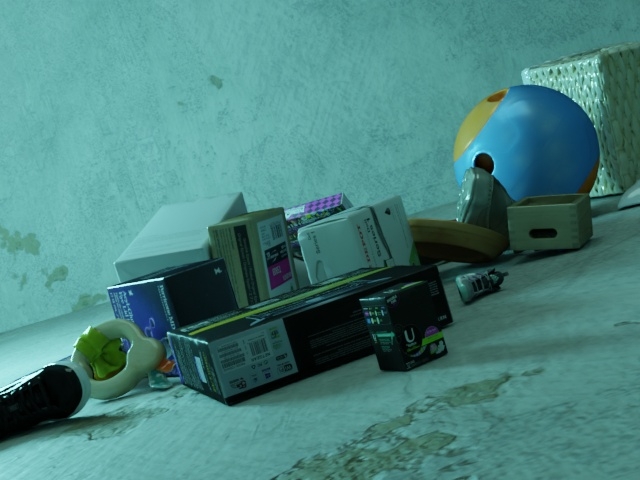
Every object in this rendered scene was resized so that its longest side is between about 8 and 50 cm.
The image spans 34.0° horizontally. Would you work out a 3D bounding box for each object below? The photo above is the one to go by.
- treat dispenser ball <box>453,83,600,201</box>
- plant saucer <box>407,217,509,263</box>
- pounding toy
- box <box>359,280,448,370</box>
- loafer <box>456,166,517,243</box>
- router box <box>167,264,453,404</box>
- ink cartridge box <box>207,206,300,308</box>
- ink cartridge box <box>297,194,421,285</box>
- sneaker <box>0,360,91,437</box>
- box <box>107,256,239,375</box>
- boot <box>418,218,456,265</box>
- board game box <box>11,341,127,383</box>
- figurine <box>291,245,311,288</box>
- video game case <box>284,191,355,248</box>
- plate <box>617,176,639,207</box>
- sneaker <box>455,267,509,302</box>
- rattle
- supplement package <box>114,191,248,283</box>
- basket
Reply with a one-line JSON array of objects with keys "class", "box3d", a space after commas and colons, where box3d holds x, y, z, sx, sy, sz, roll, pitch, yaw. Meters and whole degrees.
[{"class": "treat dispenser ball", "box3d": [0.410, -0.167, 2.090, 0.288, 0.288, 0.288, -16, 3, 1]}, {"class": "plant saucer", "box3d": [0.215, 0.004, 1.761, 0.200, 0.037, 0.200, 10, -10, 2]}, {"class": "pounding toy", "box3d": [0.361, -0.017, 1.693, 0.141, 0.100, 0.130, -3, 10, 26]}, {"class": "box", "box3d": [0.090, 0.092, 1.130, 0.062, 0.083, 0.052, -18, 4, -31]}, {"class": "loafer", "box3d": [0.295, -0.053, 1.790, 0.111, 0.112, 0.319, 10, -6, 13]}, {"class": "router box", "box3d": [-0.022, 0.113, 1.349, 0.309, 0.081, 0.243, -18, 4, -19]}, {"class": "ink cartridge box", "box3d": [-0.116, 0.047, 1.913, 0.088, 0.193, 0.235, -11, 5, 14]}, {"class": "ink cartridge box", "box3d": [0.068, 0.029, 1.622, 0.093, 0.160, 0.219, -15, 5, 27]}, {"class": "sneaker", "box3d": [-0.413, 0.232, 1.413, 0.217, 0.079, 0.121, -24, 1, 37]}, {"class": "box", "box3d": [-0.216, 0.118, 1.585, 0.108, 0.153, 0.207, -19, 4, -35]}, {"class": "boot", "box3d": [0.220, 0.000, 2.037, 0.244, 0.088, 0.176, -8, 3, -3]}, {"class": "board game box", "box3d": [-0.392, 0.213, 1.704, 0.141, 0.048, 0.170, -12, 8, 40]}, {"class": "figurine", "box3d": [0.013, 0.055, 2.150, 0.209, 0.092, 0.215, -11, 6, 21]}, {"class": "video game case", "box3d": [0.000, 0.000, 2.270, 0.232, 0.210, 0.042, -15, 45, 29]}, {"class": "plate", "box3d": [0.731, -0.131, 2.033, 0.277, 0.045, 0.278, -15, 3, 27]}, {"class": "sneaker", "box3d": [0.226, 0.056, 1.442, 0.069, 0.038, 0.098, -16, 4, 16]}, {"class": "rattle", "box3d": [-0.261, 0.199, 1.538, 0.200, 0.142, 0.130, 1, 42, 20]}, {"class": "supplement package", "box3d": [-0.239, 0.047, 1.977, 0.178, 0.175, 0.293, -9, 21, 14]}, {"class": "basket", "box3d": [0.681, -0.276, 2.352, 0.328, 0.331, 0.266, -17, 8, -22]}]
